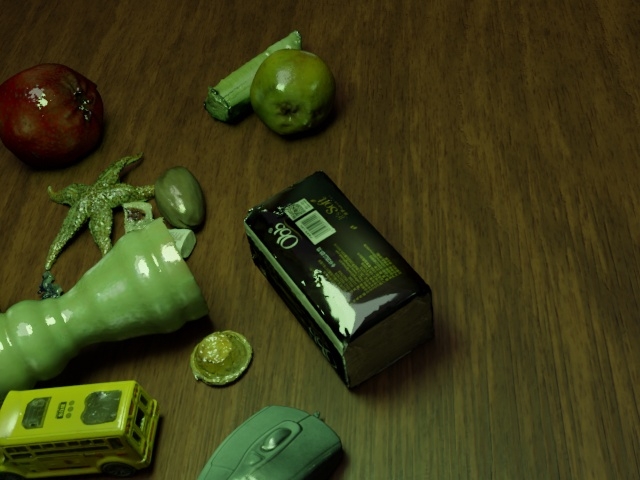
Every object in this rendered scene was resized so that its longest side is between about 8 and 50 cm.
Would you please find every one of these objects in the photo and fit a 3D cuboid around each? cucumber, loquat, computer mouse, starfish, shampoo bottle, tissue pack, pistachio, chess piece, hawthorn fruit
[{"bbox_3d":[-0.158,-0.423,2.105,0.105,0.145,0.325,46,64,0],"label":"cucumber"},{"bbox_3d":[-0.069,-0.377,1.971,0.214,0.213,0.246,-7,43,11],"label":"loquat"},{"bbox_3d":[-0.112,0.408,1.319,0.188,0.121,0.371,20,54,31],"label":"computer mouse"},{"bbox_3d":[-0.523,-0.083,1.931,0.347,0.078,0.358,-24,46,-8],"label":"starfish"},{"bbox_3d":[-0.362,0.006,1.811,0.152,0.045,0.077,2,48,21],"label":"shampoo bottle"},{"bbox_3d":[0.025,0.061,1.509,0.210,0.198,0.370,-32,55,-10],"label":"tissue pack"},{"bbox_3d":[-0.325,-0.095,1.859,0.108,0.126,0.185,-49,39,30],"label":"pistachio"},{"bbox_3d":[-0.461,0.147,1.581,0.442,0.234,0.234,-27,46,-11],"label":"chess piece"},{"bbox_3d":[-0.730,-0.320,2.096,0.307,0.265,0.265,-8,46,22],"label":"hawthorn fruit"}]

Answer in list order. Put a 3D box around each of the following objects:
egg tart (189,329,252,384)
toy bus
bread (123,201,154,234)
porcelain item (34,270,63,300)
[{"bbox_3d":[-0.196,0.219,1.562,0.129,0.049,0.128,-8,47,8],"label":"egg tart"},{"bbox_3d":[-0.471,0.346,1.461,0.330,0.152,0.144,-8,48,11],"label":"toy bus"},{"bbox_3d":[-0.420,-0.050,1.865,0.070,0.035,0.083,-1,61,-21],"label":"bread"},{"bbox_3d":[-0.612,0.127,1.796,0.075,0.021,0.136,-39,48,-13],"label":"porcelain item"}]
